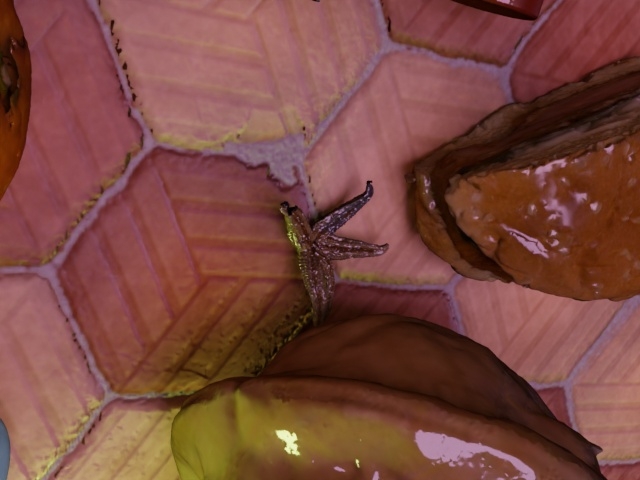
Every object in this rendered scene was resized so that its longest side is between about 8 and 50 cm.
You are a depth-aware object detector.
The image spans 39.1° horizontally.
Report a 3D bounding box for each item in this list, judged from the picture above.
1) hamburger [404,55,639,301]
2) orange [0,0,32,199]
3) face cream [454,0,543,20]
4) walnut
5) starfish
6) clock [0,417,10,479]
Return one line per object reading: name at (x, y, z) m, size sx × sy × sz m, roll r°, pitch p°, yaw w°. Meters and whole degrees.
hamburger at (0.260, -0.034, 0.858) m, size 0.330 × 0.162 × 0.209 m, roll -28°, pitch 118°, yaw -23°
orange at (-0.284, -0.090, 0.494) m, size 0.246 × 0.246 × 0.246 m, roll -10°, pitch 112°, yaw -26°
face cream at (0.169, -0.300, 0.748) m, size 0.096 × 0.096 × 0.214 m, roll 9°, pitch 103°, yaw -31°
walnut at (0.066, 0.246, 0.751) m, size 0.384 × 0.383 × 0.383 m, roll -10°, pitch 112°, yaw -26°
starfish at (-0.002, -0.003, 0.795) m, size 0.130 × 0.041 × 0.133 m, roll 42°, pitch 77°, yaw -38°
clock at (-0.342, 0.239, 0.619) m, size 0.224 × 0.094 × 0.274 m, roll -3°, pitch 115°, yaw -62°
